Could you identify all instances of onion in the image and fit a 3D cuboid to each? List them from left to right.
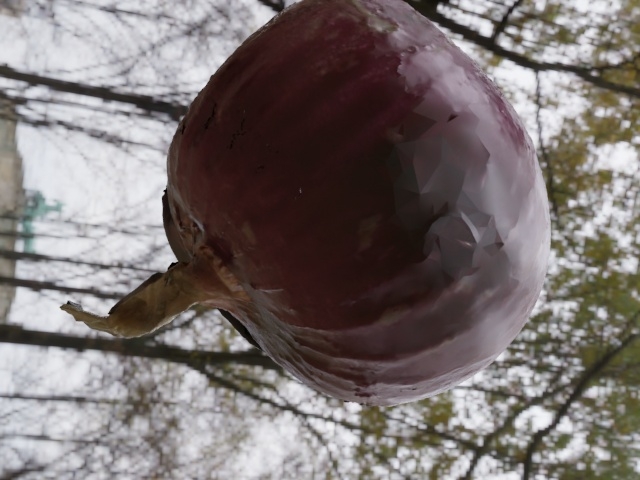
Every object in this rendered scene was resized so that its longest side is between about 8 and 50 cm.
[{"bbox_3d":[0.026,-0.016,0.648,0.272,0.256,0.230,-64,-163,-8],"label":"onion"}]
